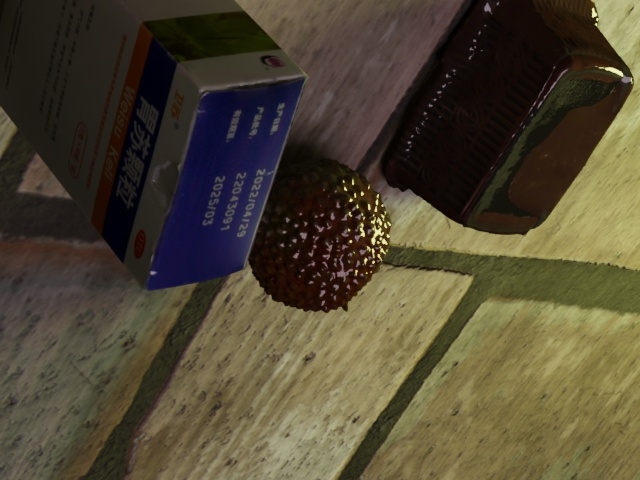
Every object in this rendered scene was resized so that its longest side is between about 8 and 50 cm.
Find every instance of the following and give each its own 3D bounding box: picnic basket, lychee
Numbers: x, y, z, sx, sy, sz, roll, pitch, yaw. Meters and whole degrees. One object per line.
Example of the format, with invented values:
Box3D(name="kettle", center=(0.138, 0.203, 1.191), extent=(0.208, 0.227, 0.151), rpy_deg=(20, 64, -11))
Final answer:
Box3D(name="picnic basket", center=(0.223, -0.138, 1.771), extent=(0.223, 0.129, 0.296), rpy_deg=(6, 123, -44))
Box3D(name="lychee", center=(0.000, 0.000, 1.690), extent=(0.165, 0.165, 0.197), rpy_deg=(-39, 129, -1))

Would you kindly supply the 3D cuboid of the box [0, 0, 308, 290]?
Box3D(name="box", center=(-0.155, -0.131, 1.287), extent=(0.106, 0.299, 0.200), rpy_deg=(-11, 136, -36))
